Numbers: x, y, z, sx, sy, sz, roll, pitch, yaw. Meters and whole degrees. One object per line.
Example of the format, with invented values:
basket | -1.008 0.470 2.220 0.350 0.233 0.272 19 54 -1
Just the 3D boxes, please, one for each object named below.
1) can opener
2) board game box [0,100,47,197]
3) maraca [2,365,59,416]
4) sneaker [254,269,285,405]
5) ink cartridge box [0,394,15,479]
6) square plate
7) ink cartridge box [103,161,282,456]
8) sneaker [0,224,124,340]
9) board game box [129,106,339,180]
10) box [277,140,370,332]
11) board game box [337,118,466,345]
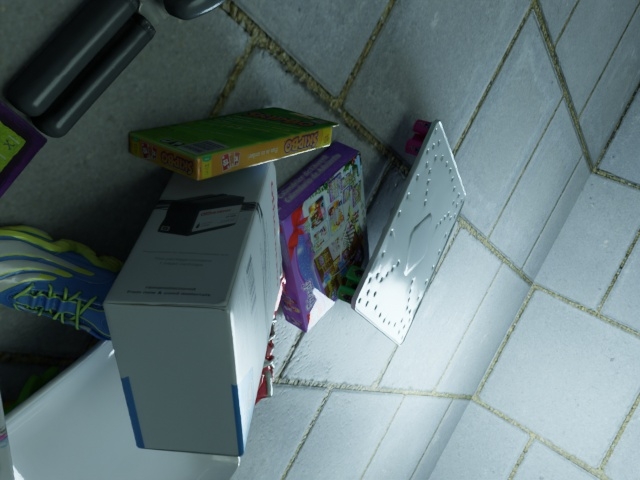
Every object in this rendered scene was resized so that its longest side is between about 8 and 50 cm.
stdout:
can opener | -0.196 -0.221 0.681 0.280 0.093 0.074 -49 148 -12
board game box | -0.401 -0.100 0.510 0.208 0.056 0.347 -59 149 -13
maraca | -0.362 0.234 0.783 0.186 0.099 0.127 -59 168 -25
sneaker | -0.113 0.188 1.076 0.116 0.136 0.314 16 100 -60
ink cartridge box | -0.364 0.097 0.499 0.198 0.197 0.270 -17 139 -32
square plate | -0.244 0.274 0.853 0.347 0.049 0.344 -48 131 -54
ink cartridge box | -0.133 0.062 0.803 0.307 0.129 0.223 -82 172 -55
sneaker | -0.277 0.051 0.733 0.240 0.126 0.091 13 103 -59
board game box | -0.099 -0.132 0.851 0.259 0.124 0.039 -26 128 -45
box | 0.000 0.000 1.170 0.201 0.057 0.293 -44 145 -29
board game box | 0.183 0.000 1.380 0.390 0.050 0.390 -64 154 -9
